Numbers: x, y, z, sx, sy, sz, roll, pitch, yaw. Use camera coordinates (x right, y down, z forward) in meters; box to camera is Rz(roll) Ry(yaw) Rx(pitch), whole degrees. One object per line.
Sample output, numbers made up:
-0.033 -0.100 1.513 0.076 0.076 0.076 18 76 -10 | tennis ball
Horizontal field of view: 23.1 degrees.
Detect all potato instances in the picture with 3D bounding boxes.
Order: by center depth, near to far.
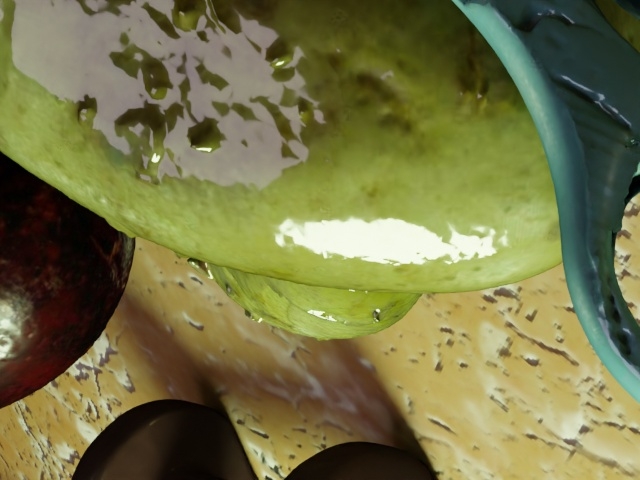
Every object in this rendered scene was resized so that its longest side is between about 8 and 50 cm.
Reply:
-0.021 -0.093 0.584 0.307 0.210 0.173 29 139 20 | potato
0.000 0.000 0.730 0.105 0.085 0.188 25 170 -8 | potato

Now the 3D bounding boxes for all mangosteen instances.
-0.210 -0.004 0.909 0.235 0.235 0.261 41 -176 19 | mangosteen

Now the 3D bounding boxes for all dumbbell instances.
-0.038 0.172 0.907 0.225 0.124 0.140 6 124 49 | dumbbell

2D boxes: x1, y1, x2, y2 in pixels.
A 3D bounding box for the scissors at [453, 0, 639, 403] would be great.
0.066 -0.099 0.477 0.393 0.180 0.032 43 165 9 | scissors
